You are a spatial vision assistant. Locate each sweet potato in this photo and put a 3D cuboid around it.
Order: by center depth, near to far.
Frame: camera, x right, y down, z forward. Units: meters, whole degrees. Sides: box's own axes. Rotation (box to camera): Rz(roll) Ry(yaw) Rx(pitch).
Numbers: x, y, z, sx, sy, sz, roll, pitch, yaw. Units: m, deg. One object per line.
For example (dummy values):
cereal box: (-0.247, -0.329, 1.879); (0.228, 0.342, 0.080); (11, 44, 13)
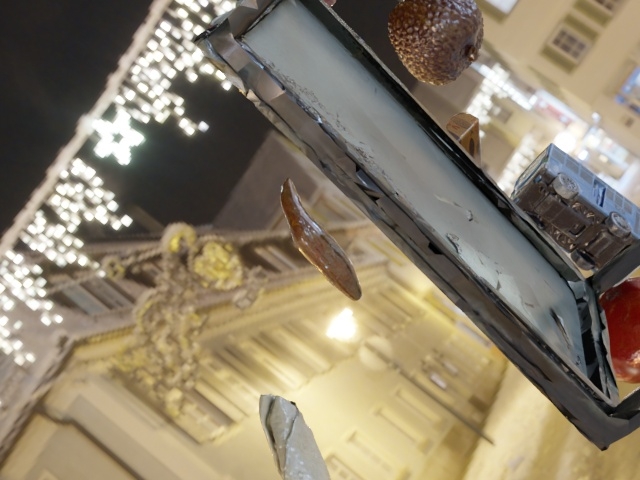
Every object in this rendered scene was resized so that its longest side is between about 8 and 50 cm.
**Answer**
sweet potato: (-0.007, 0.000, 1.830); (0.058, 0.255, 0.078); (-40, -9, 34)

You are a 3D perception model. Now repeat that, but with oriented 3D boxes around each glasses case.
glasses case: (0.231, -0.140, 1.707); (0.065, 0.041, 0.170); (-48, -26, -15)

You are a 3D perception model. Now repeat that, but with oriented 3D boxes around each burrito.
burrito: (-0.011, 0.393, 1.471); (0.076, 0.392, 0.117); (-25, -28, 11)

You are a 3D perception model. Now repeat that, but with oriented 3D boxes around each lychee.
lychee: (0.228, -0.396, 2.008); (0.194, 0.194, 0.194); (-50, -12, -14)

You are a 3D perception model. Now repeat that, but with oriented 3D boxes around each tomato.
tomato: (0.604, 0.152, 1.993); (0.200, 0.139, 0.233); (-34, 19, 30)

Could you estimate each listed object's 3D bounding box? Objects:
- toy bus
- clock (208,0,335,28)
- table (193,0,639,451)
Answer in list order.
toy bus: (0.441, -0.045, 1.736); (0.116, 0.234, 0.134); (-51, 6, 35)
clock: (-0.084, -0.418, 1.838); (0.244, 0.244, 0.056); (-42, -59, -44)
table: (0.158, -0.113, 0.627); (0.272, 0.335, 0.222); (-42, 9, 22)
